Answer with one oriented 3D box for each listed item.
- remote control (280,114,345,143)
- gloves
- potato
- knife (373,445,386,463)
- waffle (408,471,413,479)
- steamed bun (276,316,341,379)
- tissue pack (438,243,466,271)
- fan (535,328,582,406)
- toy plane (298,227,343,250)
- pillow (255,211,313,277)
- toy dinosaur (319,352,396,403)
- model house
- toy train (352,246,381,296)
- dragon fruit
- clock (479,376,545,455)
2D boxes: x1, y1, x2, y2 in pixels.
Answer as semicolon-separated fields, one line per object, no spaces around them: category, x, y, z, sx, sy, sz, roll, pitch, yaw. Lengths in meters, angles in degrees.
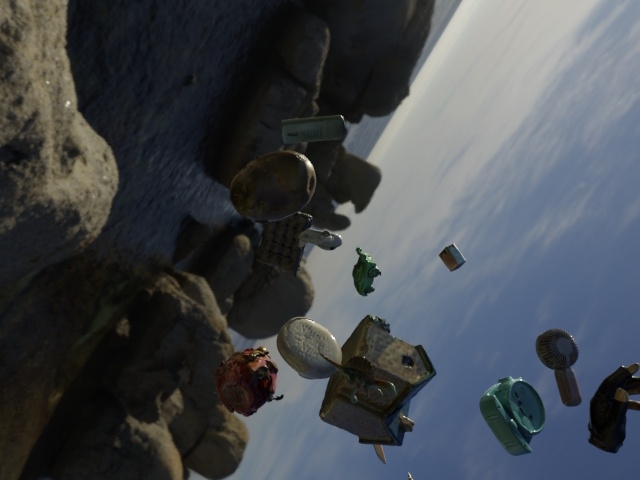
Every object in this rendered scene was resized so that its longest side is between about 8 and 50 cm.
remote control;-0.028;-0.403;1.967;0.098;0.233;0.038;88;-5;-50
gloves;0.939;0.525;1.709;0.197;0.152;0.301;8;115;-55
potato;-0.096;-0.109;1.094;0.175;0.137;0.137;-14;180;-4
knife;0.224;0.817;2.290;0.022;0.256;0.046;-40;146;28
waffle;0.402;0.996;2.120;0.125;0.032;0.191;-25;-141;30
steamed bun;-0.041;0.362;1.776;0.177;0.228;0.131;-54;177;-43
tissue pack;0.548;0.073;2.247;0.058;0.094;0.074;-18;155;-29
fan;0.767;0.401;1.720;0.074;0.130;0.244;123;-34;-61
toy plane;0.001;-0.003;2.104;0.174;0.174;0.080;-78;174;-90
pillow;-0.178;-0.006;2.615;0.101;0.228;0.326;-48;155;-60
toy dinosaur;0.083;0.297;1.217;0.044;0.187;0.106;-18;151;-45
model house;0.236;0.520;2.014;0.335;0.342;0.382;-65;-178;-48
toy train;0.140;0.104;1.763;0.099;0.081;0.149;-120;-136;-61
dragon fruit;-0.284;0.563;2.232;0.269;0.250;0.291;-36;-179;26
clock;0.686;0.587;1.889;0.274;0.224;0.094;-30;173;-42
